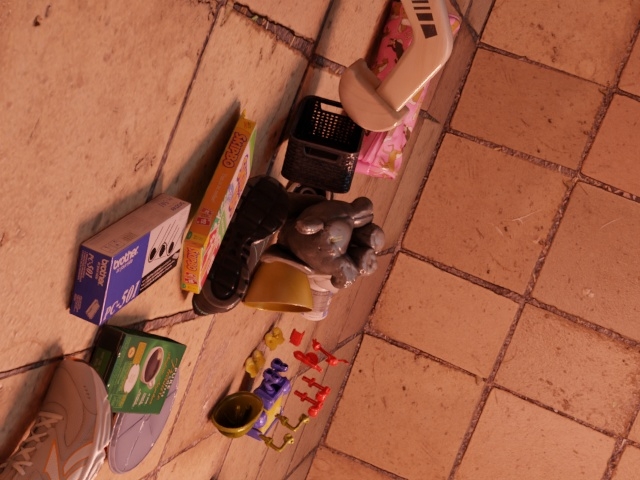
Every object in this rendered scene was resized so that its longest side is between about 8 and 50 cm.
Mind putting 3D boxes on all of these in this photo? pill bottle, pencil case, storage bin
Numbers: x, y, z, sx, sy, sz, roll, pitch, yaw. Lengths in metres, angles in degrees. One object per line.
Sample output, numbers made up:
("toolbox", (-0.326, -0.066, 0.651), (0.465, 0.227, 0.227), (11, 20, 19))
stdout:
("pill bottle", (-0.007, 0.115, 2.430), (0.078, 0.078, 0.137), (-53, 162, -52))
("pencil case", (0.157, -0.316, 2.175), (0.167, 0.160, 0.386), (19, 94, -50))
("storage bin", (0.010, -0.169, 1.786), (0.180, 0.122, 0.084), (-74, 179, -56))

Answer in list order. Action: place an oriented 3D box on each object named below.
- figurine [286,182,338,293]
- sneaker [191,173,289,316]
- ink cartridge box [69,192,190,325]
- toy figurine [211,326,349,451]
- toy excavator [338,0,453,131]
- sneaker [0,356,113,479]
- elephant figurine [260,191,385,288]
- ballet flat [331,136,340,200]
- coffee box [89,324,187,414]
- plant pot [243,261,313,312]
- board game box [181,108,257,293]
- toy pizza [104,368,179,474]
("figurine", (0.000, 0.000, 2.032), (0.209, 0.092, 0.214), (80, -4, -80))
("sneaker", (-0.139, 0.007, 1.647), (0.267, 0.101, 0.106), (-62, -170, -30))
("ink cartridge box", (-0.234, 0.019, 1.283), (0.207, 0.046, 0.097), (-45, 154, -62))
("toy figurine", (-0.108, 0.382, 2.232), (0.362, 0.191, 0.217), (-51, 165, -52))
("toy excavator", (0.174, -0.431, 1.643), (0.445, 0.433, 0.222), (68, 27, -14))
("sneaker", (-0.328, 0.265, 1.207), (0.121, 0.099, 0.262), (16, 78, -42))
("elephant figurine", (-0.023, -0.001, 1.762), (0.169, 0.239, 0.186), (-39, 119, -33))
("ballet flat", (0.022, -0.132, 2.084), (0.068, 0.072, 0.213), (-23, 151, -13))
("coffee box", (-0.258, 0.181, 1.419), (0.113, 0.040, 0.184), (-70, 159, -2))
("plant pot", (-0.076, 0.083, 1.971), (0.134, 0.134, 0.095), (58, 36, -76))
("board game box", (-0.143, -0.061, 1.487), (0.124, 0.039, 0.259), (104, 2, -56))
("toy pizza", (-0.276, 0.259, 1.572), (0.201, 0.032, 0.201), (20, 90, -76))
